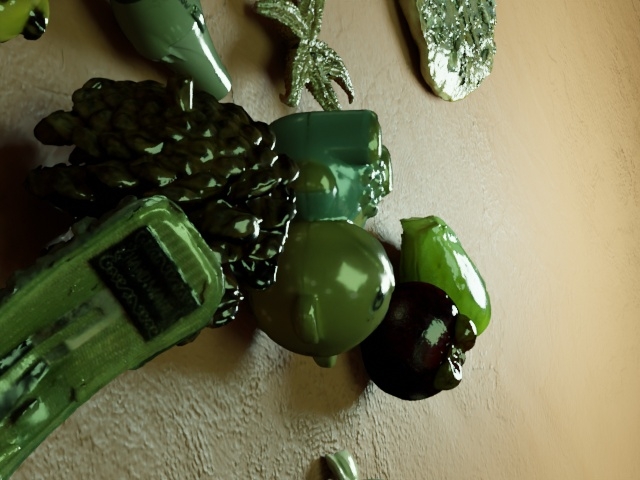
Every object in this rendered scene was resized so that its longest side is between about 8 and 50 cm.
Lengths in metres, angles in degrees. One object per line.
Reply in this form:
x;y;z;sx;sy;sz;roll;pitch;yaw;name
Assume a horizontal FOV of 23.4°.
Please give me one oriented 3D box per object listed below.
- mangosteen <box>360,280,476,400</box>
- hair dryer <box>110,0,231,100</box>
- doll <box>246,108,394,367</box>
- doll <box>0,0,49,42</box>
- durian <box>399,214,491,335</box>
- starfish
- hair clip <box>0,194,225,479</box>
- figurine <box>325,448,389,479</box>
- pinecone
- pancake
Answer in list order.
0.124;0.125;1.911;0.152;0.152;0.152;23;64;-59;mangosteen
-0.131;-0.246;1.581;0.219;0.088;0.225;76;29;-44;hair dryer
0.000;0.000;1.688;0.177;0.161;0.261;66;22;-72;doll
-0.248;-0.245;1.352;0.117;0.086;0.291;40;36;-1;doll
0.172;0.061;2.062;0.250;0.101;0.139;56;38;-41;durian
-0.013;-0.226;1.843;0.227;0.043;0.240;60;32;-41;starfish
-0.227;0.092;1.198;0.321;0.091;0.138;-39;112;-15;hair clip
0.097;0.369;1.807;0.274;0.226;0.394;64;12;27;figurine
-0.134;-0.024;1.363;0.243;0.243;0.257;-67;149;-44;pinecone
0.185;-0.335;2.237;0.282;0.049;0.282;22;64;-58;pancake
